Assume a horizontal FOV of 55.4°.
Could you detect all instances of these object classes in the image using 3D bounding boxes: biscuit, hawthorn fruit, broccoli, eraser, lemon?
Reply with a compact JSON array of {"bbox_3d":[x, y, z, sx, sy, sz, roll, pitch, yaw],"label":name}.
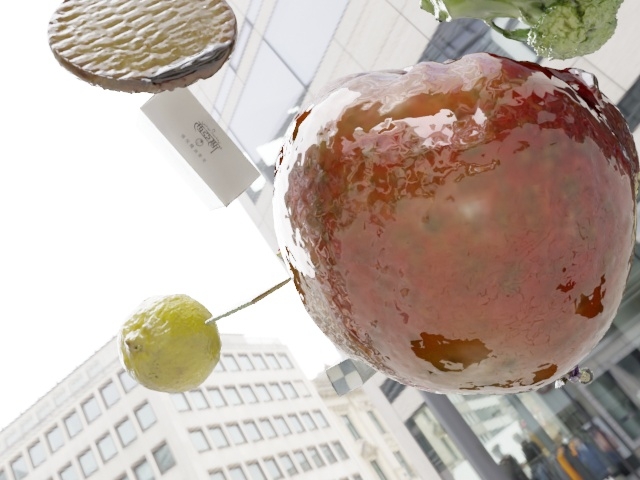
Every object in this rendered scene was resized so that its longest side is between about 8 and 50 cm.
[{"bbox_3d":[-0.299,-0.357,1.038,0.318,0.318,0.040,-23,-31,-23],"label":"biscuit"},{"bbox_3d":[0.143,-0.007,0.681,0.403,0.403,0.403,-27,-30,-17],"label":"hawthorn fruit"},{"bbox_3d":[0.330,-0.371,0.937,0.302,0.186,0.254,-5,-9,-8],"label":"broccoli"},{"bbox_3d":[0.125,0.420,2.026,0.098,0.096,0.404,-31,-9,12],"label":"eraser"},{"bbox_3d":[-0.176,0.147,1.447,0.139,0.016,0.231,-30,2,-43],"label":"biscuit"},{"bbox_3d":[-0.397,0.275,1.641,0.268,0.268,0.322,-40,-19,8],"label":"lemon"}]

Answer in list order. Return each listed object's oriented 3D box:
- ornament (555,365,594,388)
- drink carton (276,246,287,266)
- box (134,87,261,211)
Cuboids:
[{"bbox_3d":[0.495,0.263,1.247,0.203,0.088,0.081,12,-12,-22],"label":"ornament"},{"bbox_3d":[0.000,0.000,1.197,0.165,0.071,0.056,-18,-50,28],"label":"drink carton"},{"bbox_3d":[-0.280,-0.204,1.369,0.116,0.274,0.203,-44,14,-16],"label":"box"}]
